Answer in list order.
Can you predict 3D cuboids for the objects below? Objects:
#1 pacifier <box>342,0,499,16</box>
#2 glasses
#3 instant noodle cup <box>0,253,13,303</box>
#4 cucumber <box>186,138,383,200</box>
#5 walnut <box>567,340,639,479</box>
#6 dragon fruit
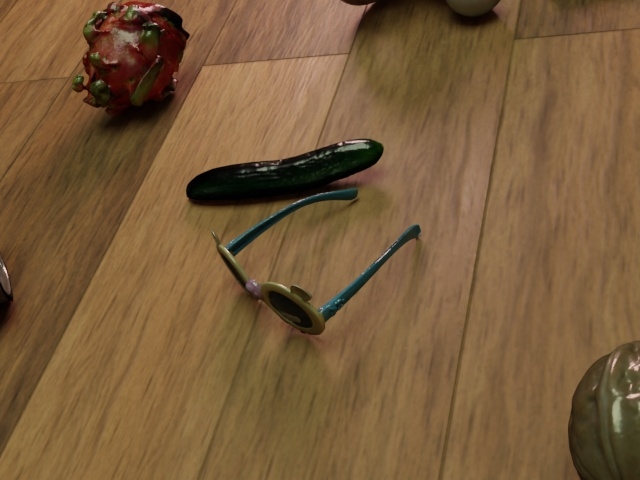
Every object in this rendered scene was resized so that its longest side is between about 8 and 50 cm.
[{"bbox_3d":[0.165,-0.465,1.546,0.332,0.273,0.220,-34,16,-14],"label":"pacifier"},{"bbox_3d":[0.003,0.025,1.201,0.221,0.088,0.190,-22,36,-34],"label":"glasses"},{"bbox_3d":[-0.514,0.034,1.266,0.207,0.217,0.217,-21,41,-12],"label":"instant noodle cup"},{"bbox_3d":[-0.053,-0.087,1.331,0.284,0.056,0.056,-11,42,16],"label":"cucumber"},{"bbox_3d":[0.285,0.159,0.874,0.140,0.140,0.162,-2,54,18],"label":"walnut"},{"bbox_3d":[-0.291,-0.275,1.548,0.160,0.166,0.172,20,80,-12],"label":"dragon fruit"}]
